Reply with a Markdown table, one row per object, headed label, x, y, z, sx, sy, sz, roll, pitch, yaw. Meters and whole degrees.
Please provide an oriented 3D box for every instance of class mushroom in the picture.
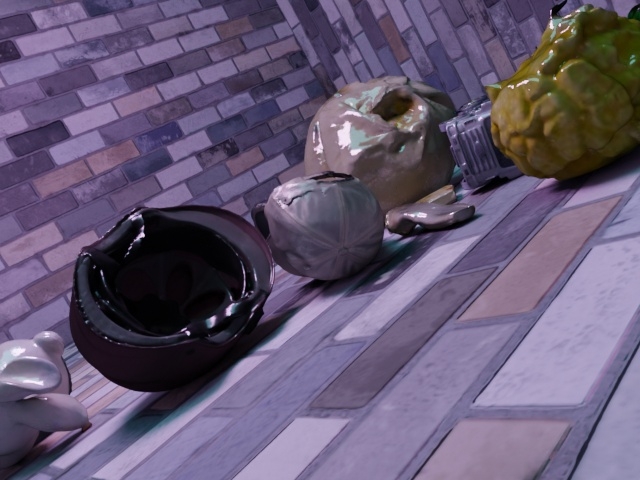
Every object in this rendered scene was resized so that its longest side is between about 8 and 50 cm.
| label | x | y | z | sx | sy | sz | roll | pitch | yaw |
| --- | --- | --- | --- | --- | --- | --- | --- | --- | --- |
| mushroom | 0.184 | -0.038 | 1.018 | 0.059 | 0.054 | 0.202 | -39 | 17 | -26 |

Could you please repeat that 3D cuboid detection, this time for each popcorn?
| label | x | y | z | sx | sy | sz | roll | pitch | yaw |
| --- | --- | --- | --- | --- | --- | --- | --- | --- | --- |
| popcorn | 0.350 | -0.204 | 0.831 | 0.249 | 0.225 | 0.249 | -34 | 8 | 6 |

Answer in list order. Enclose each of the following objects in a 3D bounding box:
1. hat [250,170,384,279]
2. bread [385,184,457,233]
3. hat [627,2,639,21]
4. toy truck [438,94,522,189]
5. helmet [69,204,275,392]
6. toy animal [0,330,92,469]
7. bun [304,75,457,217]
| label | x | y | z | sx | sy | sz | roll | pitch | yaw |
| --- | --- | --- | --- | --- | --- | --- | --- | --- | --- |
| hat | -0.002 | 0.001 | 1.034 | 0.232 | 0.161 | 0.275 | 7 | -27 | -15 |
| bread | 0.196 | -0.061 | 1.179 | 0.153 | 0.028 | 0.068 | -29 | 9 | 15 |
| hat | 0.600 | -0.425 | 0.945 | 0.242 | 0.332 | 0.274 | -36 | 12 | -30 |
| toy truck | 0.361 | -0.222 | 1.190 | 0.175 | 0.146 | 0.367 | -19 | 11 | 31 |
| helmet | -0.237 | 0.100 | 0.953 | 0.338 | 0.271 | 0.197 | -44 | -16 | -54 |
| toy animal | -0.529 | 0.275 | 1.030 | 0.247 | 0.183 | 0.310 | -31 | 8 | -11 |
| bun | 0.127 | -0.221 | 1.313 | 0.365 | 0.365 | 0.219 | -30 | -35 | -5 |
